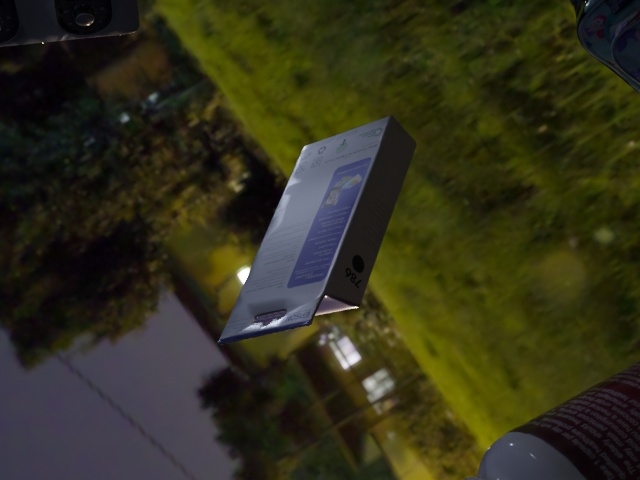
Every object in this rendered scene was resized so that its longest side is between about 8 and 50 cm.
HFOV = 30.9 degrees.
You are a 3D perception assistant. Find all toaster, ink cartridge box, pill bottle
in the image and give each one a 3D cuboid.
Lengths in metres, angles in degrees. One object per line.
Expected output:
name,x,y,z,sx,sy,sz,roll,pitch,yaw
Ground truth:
toaster,-0.241,-0.259,0.960,0.110,0.168,0.186,100,160,-58
ink cartridge box,0.000,0.000,1.434,0.065,0.165,0.333,45,-129,-29
pill bottle,0.292,0.248,1.099,0.224,0.392,0.224,52,156,34

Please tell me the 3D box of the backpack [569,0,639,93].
backpack,0.405,-0.248,1.171,0.225,0.253,0.191,33,-150,-24
